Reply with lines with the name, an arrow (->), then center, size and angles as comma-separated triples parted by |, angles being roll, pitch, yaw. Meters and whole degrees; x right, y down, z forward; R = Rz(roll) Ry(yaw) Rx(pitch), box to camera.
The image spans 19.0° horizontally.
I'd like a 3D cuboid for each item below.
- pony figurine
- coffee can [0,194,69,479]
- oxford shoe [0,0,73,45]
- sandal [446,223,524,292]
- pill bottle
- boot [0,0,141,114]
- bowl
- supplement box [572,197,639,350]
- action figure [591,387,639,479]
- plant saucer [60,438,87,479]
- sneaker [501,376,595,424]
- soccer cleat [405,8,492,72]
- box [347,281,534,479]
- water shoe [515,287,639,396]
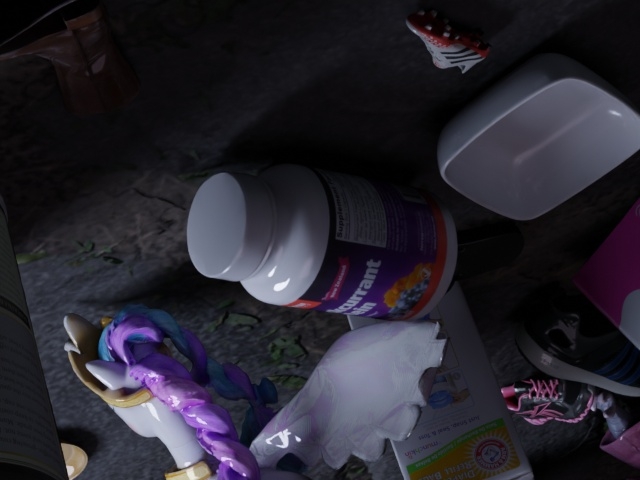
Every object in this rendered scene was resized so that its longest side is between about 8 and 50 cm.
pony figurine -> -0.039, 0.213, 1.489 | 0.303, 0.351, 0.363 | -43, 118, -23
coffee can -> -0.288, 0.105, 1.308 | 0.201, 0.275, 0.201 | -13, 147, -9
oxford shoe -> -0.111, -0.204, 1.114 | 0.271, 0.098, 0.097 | -33, 144, 20
sandal -> 0.090, 0.029, 1.605 | 0.179, 0.040, 0.067 | -14, 147, -8
pill bottle -> 0.000, 0.000, 1.456 | 0.193, 0.108, 0.108 | 9, 137, -36
boot -> -0.180, -0.113, 1.272 | 0.106, 0.037, 0.114 | -16, 151, -1
bowl -> 0.166, -0.086, 1.467 | 0.142, 0.053, 0.142 | -36, 144, 24
supplement box -> 0.341, 0.056, 1.684 | 0.220, 0.111, 0.114 | 23, 110, -47
action figure -> 0.307, 0.308, 1.932 | 0.370, 0.248, 0.276 | -15, 148, -1
plant saucer -> -0.249, 0.197, 1.697 | 0.083, 0.015, 0.083 | -13, 147, -9
sneaker -> 0.213, 0.147, 1.815 | 0.057, 0.047, 0.119 | 21, 156, -25
soccer cleat -> 0.087, -0.141, 1.371 | 0.083, 0.029, 0.035 | 12, 132, -45
box -> 0.107, 0.152, 1.642 | 0.103, 0.203, 0.114 | -20, 147, 1
water shoe -> 0.273, 0.092, 1.762 | 0.203, 0.073, 0.080 | 8, 130, -39
